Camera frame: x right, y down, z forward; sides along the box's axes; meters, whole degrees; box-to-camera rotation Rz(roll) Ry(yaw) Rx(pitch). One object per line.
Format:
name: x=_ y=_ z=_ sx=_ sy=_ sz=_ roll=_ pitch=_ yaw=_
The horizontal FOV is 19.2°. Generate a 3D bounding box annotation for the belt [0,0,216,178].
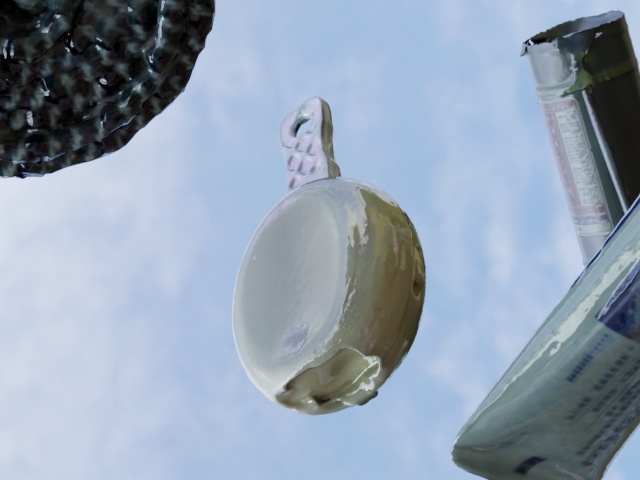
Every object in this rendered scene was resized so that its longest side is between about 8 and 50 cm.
belt: x=-0.175 y=-0.174 z=0.812 sx=0.295 sy=0.207 sz=0.160 roll=51 pitch=-171 yaw=-30

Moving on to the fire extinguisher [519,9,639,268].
fire extinguisher: x=0.250 y=-0.040 z=1.597 sx=0.093 sy=0.118 sz=0.294 roll=-18 pitch=-79 yaw=-8

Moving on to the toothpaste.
toothpaste: x=0.117 y=-0.013 z=0.537 sx=0.060 sy=0.233 sz=0.038 roll=17 pitch=-152 yaw=-36

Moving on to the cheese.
cheese: x=0.000 y=0.000 z=1.183 sx=0.064 sy=0.137 sz=0.227 roll=32 pitch=-143 yaw=-37
